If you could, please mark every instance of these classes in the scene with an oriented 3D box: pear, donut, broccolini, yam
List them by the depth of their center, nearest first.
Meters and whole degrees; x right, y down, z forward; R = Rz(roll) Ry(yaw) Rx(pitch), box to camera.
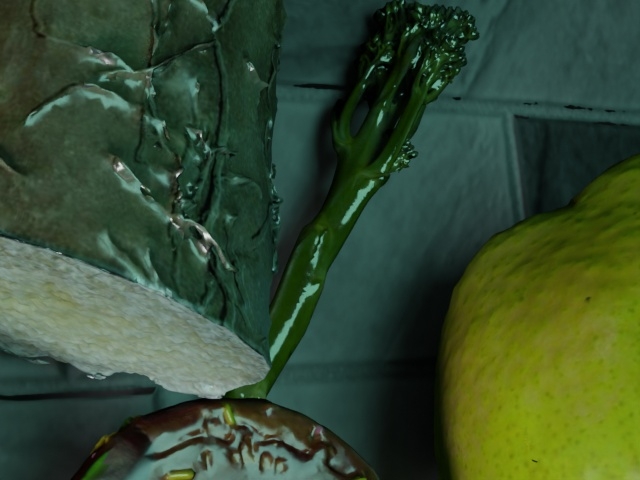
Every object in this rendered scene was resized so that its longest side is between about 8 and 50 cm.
[{"bbox_3d":[-0.127,-0.101,1.002,0.241,0.241,0.348,21,63,-35],"label":"yam"},{"bbox_3d":[-0.070,0.200,1.049,0.216,0.096,0.230,24,80,-22],"label":"donut"},{"bbox_3d":[0.249,0.122,1.197,0.391,0.391,0.391,10,73,-38],"label":"pear"},{"bbox_3d":[0.005,0.002,1.213,0.074,0.078,0.392,46,62,-36],"label":"broccolini"}]
